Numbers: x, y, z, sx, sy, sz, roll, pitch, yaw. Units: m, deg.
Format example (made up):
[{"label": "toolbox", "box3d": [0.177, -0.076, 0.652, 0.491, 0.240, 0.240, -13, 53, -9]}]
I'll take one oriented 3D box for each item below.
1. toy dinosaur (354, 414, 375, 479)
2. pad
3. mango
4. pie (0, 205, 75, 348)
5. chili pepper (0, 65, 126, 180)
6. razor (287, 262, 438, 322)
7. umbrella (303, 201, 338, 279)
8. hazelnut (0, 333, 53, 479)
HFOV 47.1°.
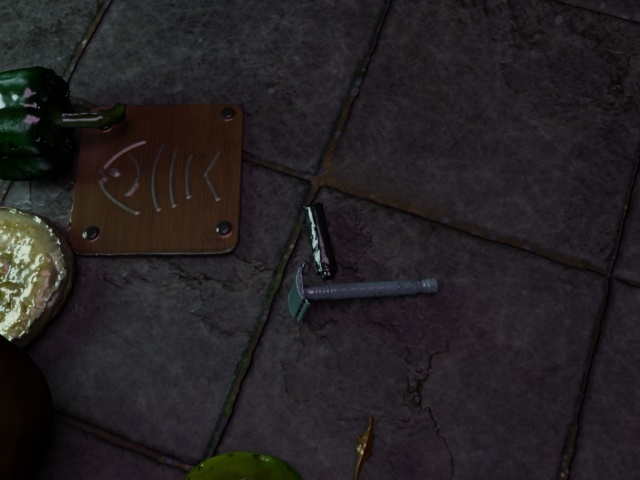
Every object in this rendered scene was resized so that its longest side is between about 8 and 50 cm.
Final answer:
[{"label": "toy dinosaur", "box3d": [0.062, 0.311, 1.073, 0.026, 0.041, 0.113, 16, 75, 3]}, {"label": "pad", "box3d": [-0.275, -0.107, 1.246, 0.284, 0.018, 0.286, -1, 68, 1]}, {"label": "mango", "box3d": [-0.111, 0.356, 1.030, 0.178, 0.100, 0.119, -7, 105, -10]}, {"label": "pie", "box3d": [-0.525, 0.068, 1.163, 0.274, 0.055, 0.274, 0, 69, 1]}, {"label": "chili pepper", "box3d": [-0.460, -0.203, 1.206, 0.261, 0.165, 0.173, -9, 62, 6]}, {"label": "razor", "box3d": [0.070, 0.078, 1.141, 0.232, 0.106, 0.068, -2, 70, -10]}, {"label": "umbrella", "box3d": [-0.002, 0.000, 1.194, 0.036, 0.031, 0.133, -20, 69, 21]}, {"label": "hazelnut", "box3d": [-0.539, 0.247, 0.959, 0.366, 0.366, 0.365, 0, 70, 1]}]
